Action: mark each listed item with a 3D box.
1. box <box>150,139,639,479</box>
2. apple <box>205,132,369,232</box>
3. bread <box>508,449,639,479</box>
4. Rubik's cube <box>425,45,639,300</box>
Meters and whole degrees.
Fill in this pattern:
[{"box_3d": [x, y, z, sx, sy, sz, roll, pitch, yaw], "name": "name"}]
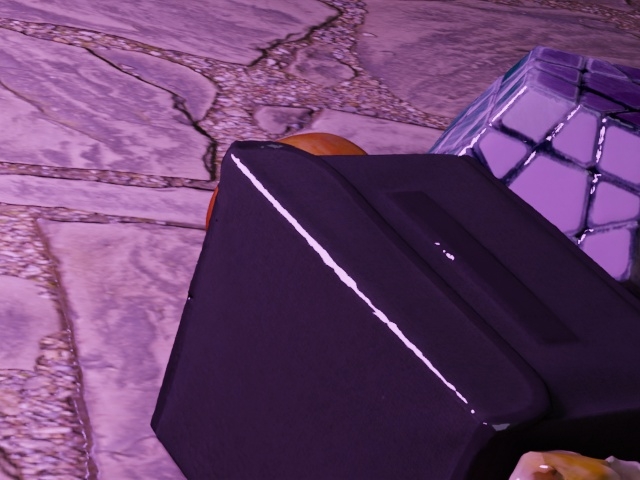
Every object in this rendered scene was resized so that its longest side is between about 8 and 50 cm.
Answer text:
[{"box_3d": [0.066, 0.118, 1.094, 0.205, 0.251, 0.345, -1, 31, -32], "name": "box"}, {"box_3d": [0.000, 0.000, 1.404, 0.199, 0.199, 0.199, 13, 25, -6], "name": "apple"}, {"box_3d": [0.211, 0.263, 0.848, 0.316, 0.270, 0.211, 25, -9, -30], "name": "bread"}, {"box_3d": [0.224, -0.014, 1.443, 0.319, 0.319, 0.264, 10, 51, -12], "name": "Rubik's cube"}]
